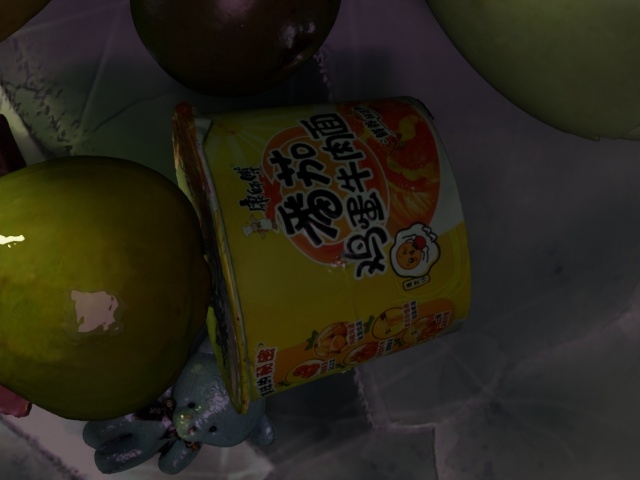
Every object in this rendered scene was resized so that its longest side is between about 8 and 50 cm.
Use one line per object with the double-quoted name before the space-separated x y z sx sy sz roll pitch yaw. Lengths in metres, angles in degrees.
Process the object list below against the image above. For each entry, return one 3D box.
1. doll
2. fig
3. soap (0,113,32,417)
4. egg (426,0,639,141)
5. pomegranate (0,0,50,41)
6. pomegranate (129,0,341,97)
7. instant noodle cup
"doll" -0.133 0.163 1.397 0.180 0.075 0.120 -25 105 3
"fig" -0.198 0.040 1.199 0.230 0.207 0.207 -11 110 19
"soap" -0.306 0.036 1.330 0.162 0.099 0.250 -19 108 2
"egg" 0.239 -0.212 1.195 0.336 0.278 0.278 42 100 -10
"pomegranate" -0.313 -0.301 1.099 0.343 0.342 0.342 -1 108 -4
"pomegranate" -0.086 -0.216 1.242 0.210 0.180 0.180 41 104 22
"instant noodle cup" 0.000 0.000 1.272 0.200 0.264 0.264 -11 109 -10
